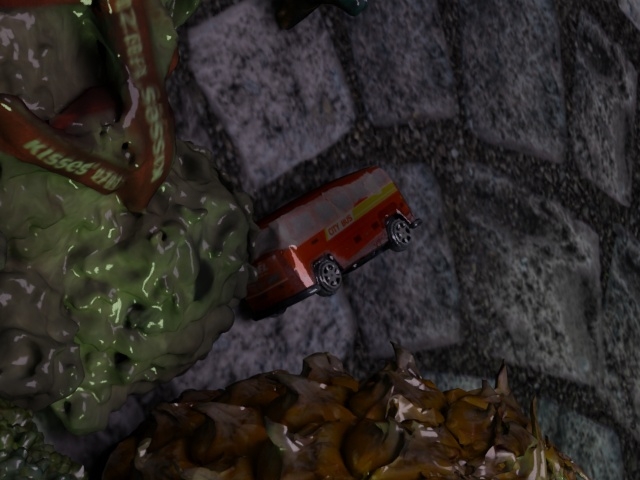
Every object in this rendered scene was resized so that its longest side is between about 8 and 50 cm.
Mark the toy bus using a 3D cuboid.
[{"bbox_3d":[0.000,0.000,1.286,0.174,0.079,0.077,-29,95,-48],"label":"toy bus"}]

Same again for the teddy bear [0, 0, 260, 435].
[{"bbox_3d":[-0.141,-0.044,1.032,0.367,0.224,0.357,36,67,-42],"label":"teddy bear"}]

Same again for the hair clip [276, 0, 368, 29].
[{"bbox_3d":[0.033,-0.314,1.413,0.095,0.110,0.359,96,12,-49],"label":"hair clip"}]

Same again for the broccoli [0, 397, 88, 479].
[{"bbox_3d":[-0.201,0.204,0.853,0.288,0.235,0.260,56,51,-33],"label":"broccoli"}]

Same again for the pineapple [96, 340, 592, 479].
[{"bbox_3d":[0.025,0.235,1.090,0.352,0.300,0.352,12,75,-53],"label":"pineapple"}]
